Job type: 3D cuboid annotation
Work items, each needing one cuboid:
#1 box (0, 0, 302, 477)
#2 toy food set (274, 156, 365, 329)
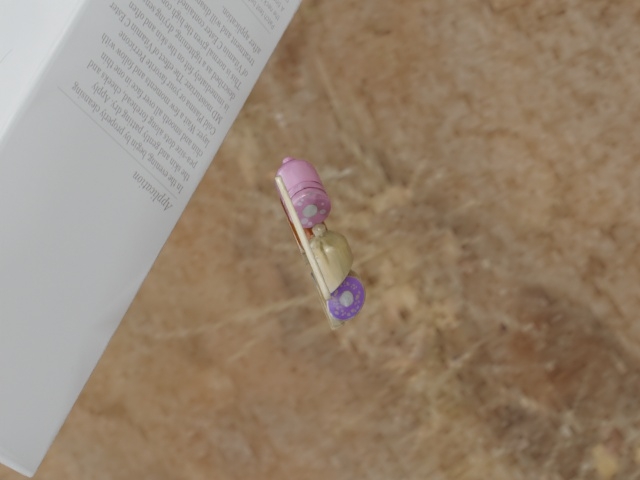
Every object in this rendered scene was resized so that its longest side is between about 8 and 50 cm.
[{"bbox_3d":[-0.198,-0.074,1.092,0.215,0.345,0.168,20,165,34],"label":"box"},{"bbox_3d":[0.000,0.000,0.832,0.122,0.019,0.078,93,154,-86],"label":"toy food set"}]
